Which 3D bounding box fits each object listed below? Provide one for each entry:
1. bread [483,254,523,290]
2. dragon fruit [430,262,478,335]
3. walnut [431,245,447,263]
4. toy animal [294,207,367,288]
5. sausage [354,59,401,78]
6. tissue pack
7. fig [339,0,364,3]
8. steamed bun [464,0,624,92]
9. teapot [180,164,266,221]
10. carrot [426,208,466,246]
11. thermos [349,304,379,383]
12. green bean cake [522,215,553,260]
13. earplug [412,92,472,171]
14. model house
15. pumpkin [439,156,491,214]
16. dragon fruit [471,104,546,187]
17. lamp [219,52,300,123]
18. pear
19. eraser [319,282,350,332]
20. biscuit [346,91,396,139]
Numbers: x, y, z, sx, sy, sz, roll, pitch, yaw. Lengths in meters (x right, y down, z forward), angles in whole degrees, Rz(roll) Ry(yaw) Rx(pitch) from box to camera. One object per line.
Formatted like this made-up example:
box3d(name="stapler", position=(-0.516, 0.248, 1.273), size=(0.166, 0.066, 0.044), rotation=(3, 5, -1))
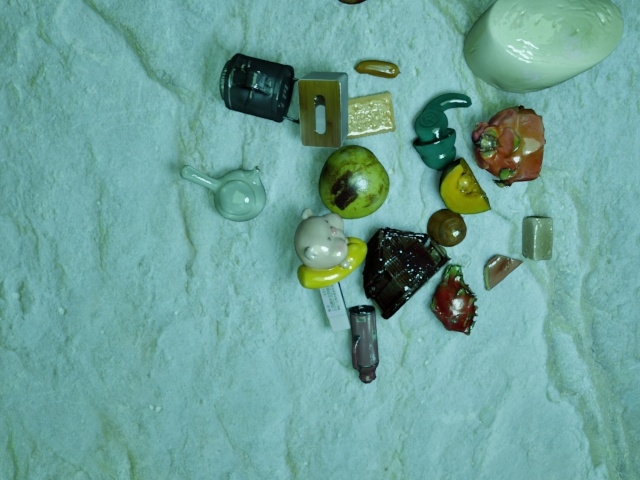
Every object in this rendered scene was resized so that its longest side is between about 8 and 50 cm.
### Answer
box3d(name="bread", position=(0.744, 0.113, 1.854), size=(0.192, 0.067, 0.119), rotation=(-39, 107, 5))
box3d(name="dragon fruit", position=(0.569, 0.243, 1.821), size=(0.200, 0.198, 0.269), rotation=(25, 83, 5))
box3d(name="walnut", position=(0.480, 0.061, 1.829), size=(0.092, 0.092, 0.092), rotation=(0, 99, -2))
box3d(name="toy animal", position=(0.021, -0.008, 1.650), size=(0.277, 0.345, 0.247), rotation=(-15, 124, 6))
box3d(name="sausage", position=(0.223, -0.665, 1.714), size=(0.183, 0.054, 0.062), rotation=(10, 71, -1))
box3d(name="tissue pack", position=(0.016, -0.484, 1.638), size=(0.159, 0.136, 0.246), rotation=(6, 124, 14))
box3d(name="fig", position=(0.110, -0.966, 1.604), size=(0.205, 0.205, 0.205), rotation=(0, 99, -2))
box3d(name="steamed bun", position=(0.768, -0.688, 1.573), size=(0.455, 0.371, 0.290), rotation=(3, 100, 1))
box3d(name="teapot", position=(-0.372, -0.180, 1.722), size=(0.318, 0.149, 0.220), rotation=(0, 98, -3))
box3d(name="carrot", position=(0.517, -0.044, 1.746), size=(0.159, 0.225, 0.159), rotation=(0, 96, 2))
box3d(name="thermos", position=(0.186, 0.448, 1.853), size=(0.109, 0.136, 0.330), rotation=(-4, 100, 8))
box3d(name="green bean cake", position=(0.888, -0.010, 1.818), size=(0.085, 0.109, 0.179), rotation=(-3, 100, -1))
box3d(name="earplug", position=(0.471, -0.416, 1.736), size=(0.257, 0.164, 0.280), rotation=(-30, 115, -34))
box3d(name="model house", position=(0.295, 0.101, 1.783), size=(0.297, 0.317, 0.282), rotation=(-36, 75, -28))
box3d(name="pumpkin", position=(0.537, -0.226, 1.747), size=(0.148, 0.169, 0.312), rotation=(-28, 134, 23))
box3d(name="dragon fruit", position=(0.687, -0.352, 1.675), size=(0.225, 0.305, 0.305), rotation=(-8, 100, 7))
box3d(name="lamp", position=(-0.226, -0.559, 1.630), size=(0.272, 0.374, 0.205), rotation=(20, 100, 24))
box3d(name="pear", position=(0.120, -0.216, 1.679), size=(0.283, 0.283, 0.284), rotation=(0, 99, -2))
box3d(name="eraser", position=(0.048, 0.218, 1.815), size=(0.086, 0.130, 0.287), rotation=(-15, 101, 3))
box3d(name="biscuit", position=(0.168, -0.489, 1.751), size=(0.249, 0.030, 0.160), rotation=(-9, 100, 0))
